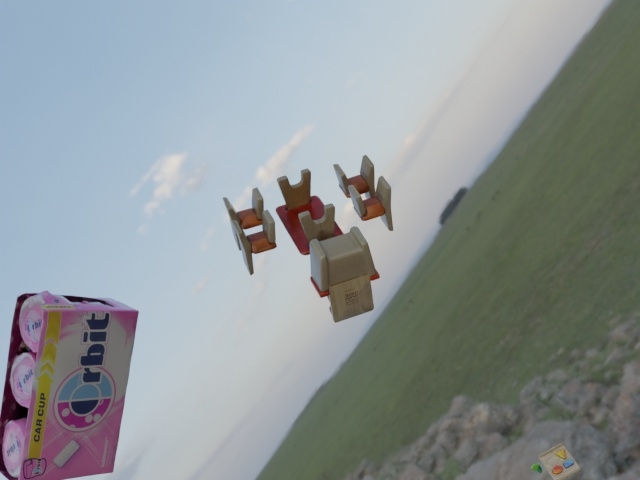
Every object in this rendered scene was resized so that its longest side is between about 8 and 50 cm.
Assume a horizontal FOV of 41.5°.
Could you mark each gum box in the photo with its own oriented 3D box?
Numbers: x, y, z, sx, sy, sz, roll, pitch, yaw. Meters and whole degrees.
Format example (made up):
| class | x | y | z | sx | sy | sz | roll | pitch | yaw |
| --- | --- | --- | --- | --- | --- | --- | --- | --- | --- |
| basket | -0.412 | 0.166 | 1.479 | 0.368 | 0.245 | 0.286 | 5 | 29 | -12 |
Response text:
| class | x | y | z | sx | sy | sz | roll | pitch | yaw |
| --- | --- | --- | --- | --- | --- | --- | --- | --- | --- |
| gum box | -0.259 | 0.145 | 0.864 | 0.107 | 0.062 | 0.188 | 5 | -83 | -45 |

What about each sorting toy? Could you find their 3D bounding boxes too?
| class | x | y | z | sx | sy | sz | roll | pitch | yaw |
| --- | --- | --- | --- | --- | --- | --- | --- | --- | --- |
| sorting toy | 0.455 | 0.439 | 1.647 | 0.083 | 0.062 | 0.012 | -26 | -32 | -9 |

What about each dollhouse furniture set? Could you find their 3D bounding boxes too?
| class | x | y | z | sx | sy | sz | roll | pitch | yaw |
| --- | --- | --- | --- | --- | --- | --- | --- | --- | --- |
| dollhouse furniture set | 0.000 | 0.000 | 1.397 | 0.262 | 0.259 | 0.135 | -18 | -52 | -11 |
